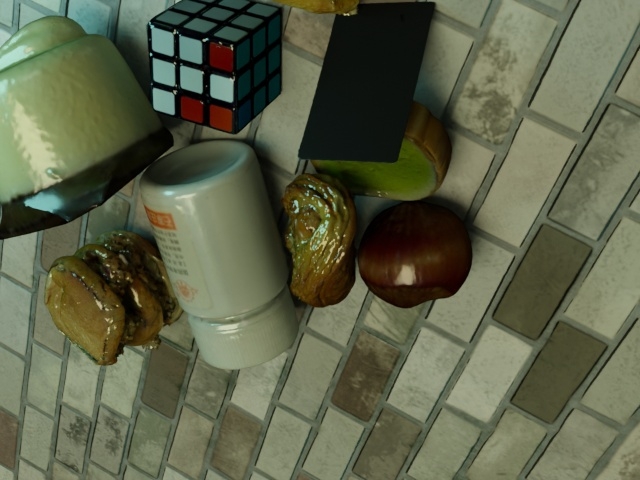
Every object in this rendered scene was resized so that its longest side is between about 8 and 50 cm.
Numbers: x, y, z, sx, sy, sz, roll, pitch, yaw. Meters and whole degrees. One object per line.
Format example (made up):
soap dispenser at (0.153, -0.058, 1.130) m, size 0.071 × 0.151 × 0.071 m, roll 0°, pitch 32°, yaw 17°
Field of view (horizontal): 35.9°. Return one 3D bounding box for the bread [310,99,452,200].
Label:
bread at (0.088, -0.141, 1.526) m, size 0.236 × 0.070 × 0.236 m, roll 16°, pitch 154°, yaw 8°

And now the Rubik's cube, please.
Rubik's cube at (-0.165, -0.285, 1.560) m, size 0.163 × 0.160 × 0.162 m, roll 18°, pitch 129°, yaw 18°

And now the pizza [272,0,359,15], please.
pizza at (-0.020, -0.454, 1.349) m, size 0.280 × 0.075 × 0.287 m, roll 9°, pitch 129°, yaw -24°

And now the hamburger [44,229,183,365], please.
hamburger at (-0.407, 0.120, 1.942) m, size 0.245 × 0.211 × 0.260 m, roll -19°, pitch 105°, yaw 45°

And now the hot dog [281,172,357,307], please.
hot dog at (0.000, 0.000, 1.611) m, size 0.122 × 0.196 × 0.272 m, roll -9°, pitch 161°, yaw 0°

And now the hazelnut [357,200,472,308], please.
hazelnut at (0.143, 0.021, 1.603) m, size 0.178 × 0.178 × 0.204 m, roll 55°, pitch 162°, yaw -13°

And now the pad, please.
pad at (0.068, -0.232, 1.435) m, size 0.160 × 0.265 × 0.009 m, roll 5°, pitch 161°, yaw 27°

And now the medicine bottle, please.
medicine bottle at (-0.170, 0.027, 1.748) m, size 0.211 × 0.211 × 0.371 m, roll 2°, pitch 122°, yaw 28°

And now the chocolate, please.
chocolate at (-0.457, -0.204, 1.670) m, size 0.314 × 0.326 × 0.297 m, roll -11°, pitch 120°, yaw 45°
